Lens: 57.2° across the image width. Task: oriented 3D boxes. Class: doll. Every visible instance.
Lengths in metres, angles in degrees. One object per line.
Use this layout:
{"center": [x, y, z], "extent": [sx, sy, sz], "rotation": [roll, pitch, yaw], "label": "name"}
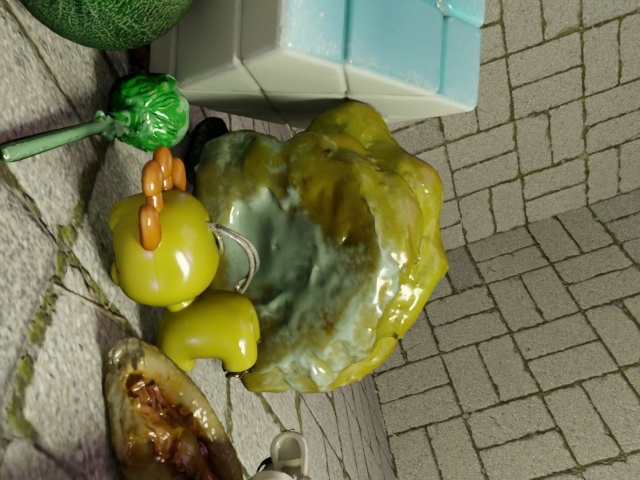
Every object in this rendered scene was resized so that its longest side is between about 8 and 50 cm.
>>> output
{"center": [-0.130, 0.023, 0.555], "extent": [0.143, 0.135, 0.221], "rotation": [-89, 172, -66], "label": "doll"}

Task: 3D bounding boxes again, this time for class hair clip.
{"center": [-0.008, 0.263, 0.437], "extent": [0.072, 0.034, 0.226], "rotation": [3, 73, -76], "label": "hair clip"}

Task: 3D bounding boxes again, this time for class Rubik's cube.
{"center": [-0.006, -0.328, 0.751], "extent": [0.321, 0.318, 0.316], "rotation": [5, 89, -39], "label": "Rubik's cube"}

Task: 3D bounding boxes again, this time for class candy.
{"center": [-0.214, -0.111, 0.577], "extent": [0.323, 0.097, 0.097], "rotation": [-67, 139, -69], "label": "candy"}

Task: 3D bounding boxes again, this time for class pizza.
{"center": [-0.117, 0.203, 0.522], "extent": [0.134, 0.056, 0.271], "rotation": [-85, 157, -77], "label": "pizza"}

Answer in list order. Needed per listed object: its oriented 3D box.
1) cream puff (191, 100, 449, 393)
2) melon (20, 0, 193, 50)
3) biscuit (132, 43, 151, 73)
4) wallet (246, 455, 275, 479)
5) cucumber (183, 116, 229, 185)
{"center": [0.000, 0.000, 0.777], "extent": [0.275, 0.378, 0.379], "rotation": [5, 65, -60], "label": "cream puff"}
{"center": [-0.204, -0.280, 0.568], "extent": [0.288, 0.182, 0.182], "rotation": [-104, 173, -60], "label": "melon"}
{"center": [-0.252, -0.278, 0.880], "extent": [0.175, 0.026, 0.124], "rotation": [57, 14, -69], "label": "biscuit"}
{"center": [-0.065, 0.287, 0.396], "extent": [0.309, 0.077, 0.224], "rotation": [35, 43, -72], "label": "wallet"}
{"center": [-0.183, -0.142, 0.941], "extent": [0.227, 0.069, 0.069], "rotation": [-92, 163, -57], "label": "cucumber"}
